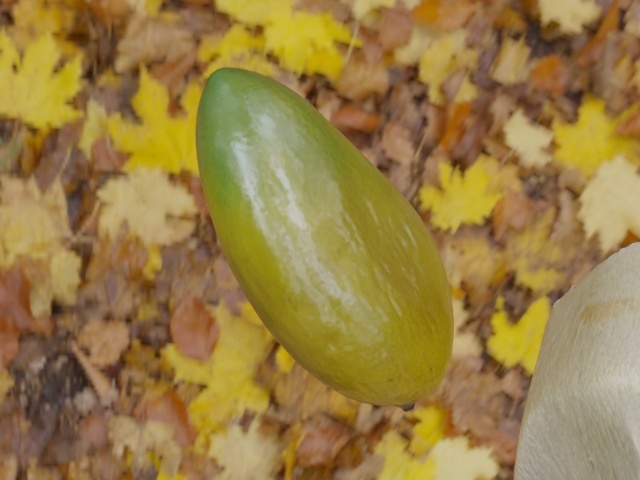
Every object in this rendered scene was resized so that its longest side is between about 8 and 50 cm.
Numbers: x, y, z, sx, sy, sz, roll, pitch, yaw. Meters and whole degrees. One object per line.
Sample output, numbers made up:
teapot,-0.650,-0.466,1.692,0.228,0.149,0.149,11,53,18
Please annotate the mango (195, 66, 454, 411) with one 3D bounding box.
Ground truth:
mango,0.000,0.006,1.021,0.237,0.091,0.137,44,38,-31

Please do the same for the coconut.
coconut,0.243,0.134,1.056,0.237,0.237,0.266,16,43,-2
